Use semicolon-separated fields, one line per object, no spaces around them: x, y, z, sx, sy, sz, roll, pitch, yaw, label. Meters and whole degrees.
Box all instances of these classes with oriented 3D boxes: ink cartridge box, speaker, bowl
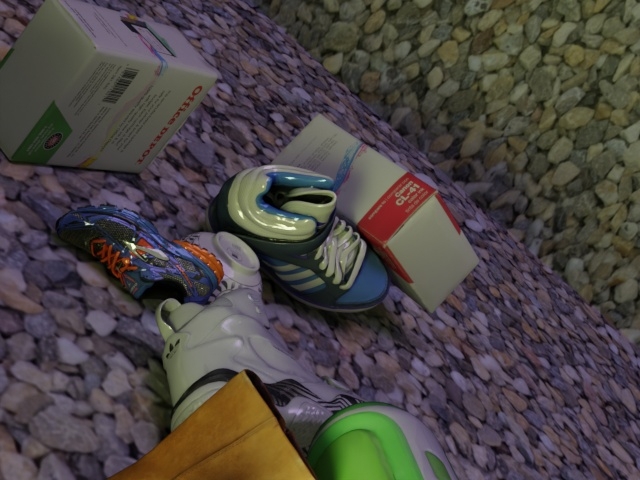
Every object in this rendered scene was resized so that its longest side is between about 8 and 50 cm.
0.090;-0.048;1.949;0.306;0.131;0.226;40;-7;40;ink cartridge box
0.060;0.232;0.901;0.131;0.131;0.296;36;9;-15;speaker
-0.305;-0.208;1.638;0.117;0.201;0.278;50;21;20;ink cartridge box
-0.135;0.041;1.619;0.170;0.080;0.170;36;21;-17;bowl

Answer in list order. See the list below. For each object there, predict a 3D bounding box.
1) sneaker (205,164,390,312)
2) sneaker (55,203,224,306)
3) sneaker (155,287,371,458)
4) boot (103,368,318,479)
0.000;-0.001;1.712;0.323;0.130;0.236;28;-21;-16;sneaker
-0.228;0.025;1.481;0.221;0.083;0.087;24;56;-12;sneaker
-0.042;0.174;1.428;0.366;0.137;0.210;19;33;-40;sneaker
-0.113;0.264;0.908;0.096;0.280;0.264;56;3;-39;boot
